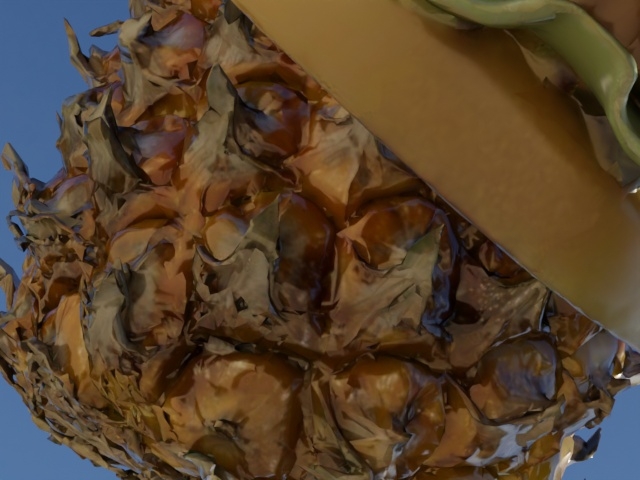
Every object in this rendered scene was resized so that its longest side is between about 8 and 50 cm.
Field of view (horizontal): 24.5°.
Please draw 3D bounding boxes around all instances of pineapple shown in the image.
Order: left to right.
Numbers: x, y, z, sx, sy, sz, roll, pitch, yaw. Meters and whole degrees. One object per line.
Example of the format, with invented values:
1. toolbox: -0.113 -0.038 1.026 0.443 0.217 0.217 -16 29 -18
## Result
1. pineapple: 0.002 0.002 0.726 0.352 0.300 0.352 30 -17 10

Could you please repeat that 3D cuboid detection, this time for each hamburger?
1. hamburger: 0.096 -0.115 0.440 0.274 0.274 0.212 45 -78 6
